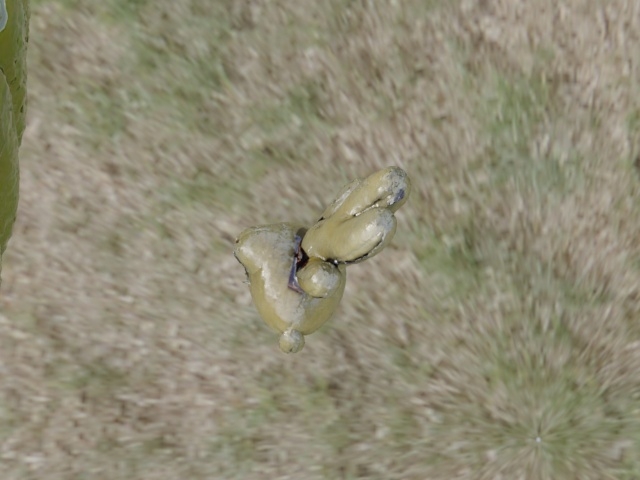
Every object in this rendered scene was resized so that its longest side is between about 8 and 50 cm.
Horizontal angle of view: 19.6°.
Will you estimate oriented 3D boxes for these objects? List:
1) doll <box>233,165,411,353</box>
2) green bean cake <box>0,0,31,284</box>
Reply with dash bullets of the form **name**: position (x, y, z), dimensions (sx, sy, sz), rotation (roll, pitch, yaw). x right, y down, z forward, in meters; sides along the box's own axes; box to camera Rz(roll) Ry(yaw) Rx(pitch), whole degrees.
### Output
- **doll**: position (0.007, 0.005, 0.739), dimensions (0.093, 0.061, 0.051), rotation (-19, 125, 39)
- **green bean cake**: position (-0.266, -0.091, 0.796), dimensions (0.285, 0.202, 0.310), rotation (3, 56, -12)
